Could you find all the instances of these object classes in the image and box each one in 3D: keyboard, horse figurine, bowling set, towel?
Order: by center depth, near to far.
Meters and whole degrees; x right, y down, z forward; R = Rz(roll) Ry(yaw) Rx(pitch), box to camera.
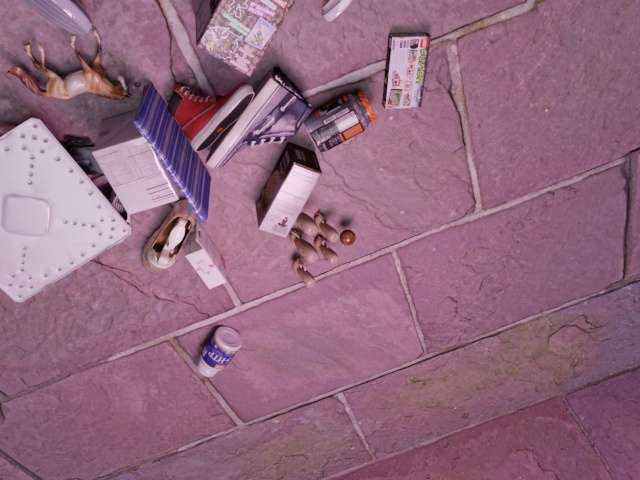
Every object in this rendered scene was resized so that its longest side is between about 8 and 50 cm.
[{"bbox_3d":[-0.631,-0.420,1.360,0.263,0.066,0.175,-15,122,-5],"label":"horse figurine"},{"bbox_3d":[-0.391,-0.230,1.447,0.040,0.243,0.336,-22,128,8],"label":"towel"},{"bbox_3d":[-0.667,-0.236,1.500,0.180,0.023,0.108,-6,106,-17],"label":"keyboard"},{"bbox_3d":[0.000,0.000,1.799,0.199,0.154,0.287,-15,130,-26],"label":"bowling set"}]

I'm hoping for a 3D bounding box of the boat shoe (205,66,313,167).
[{"bbox_3d":[-0.169,-0.303,1.513,0.158,0.127,0.340,35,112,-24],"label":"boat shoe"}]

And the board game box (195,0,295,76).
[{"bbox_3d":[-0.161,-0.573,1.246,0.141,0.232,0.291,23,119,-28],"label":"board game box"}]

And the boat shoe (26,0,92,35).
[{"bbox_3d":[-0.638,-0.593,1.205,0.109,0.094,0.302,4,154,44],"label":"boat shoe"}]

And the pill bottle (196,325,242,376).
[{"bbox_3d":[-0.386,0.422,2.026,0.112,0.112,0.187,23,119,-27],"label":"pill bottle"}]

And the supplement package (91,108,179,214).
[{"bbox_3d":[-0.489,-0.219,1.461,0.149,0.194,0.203,-17,128,1],"label":"supplement package"}]

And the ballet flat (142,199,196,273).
[{"bbox_3d":[-0.481,0.010,1.694,0.107,0.106,0.316,19,120,-25],"label":"ballet flat"}]

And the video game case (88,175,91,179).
[{"bbox_3d":[-0.772,-0.137,1.506,0.226,0.026,0.206,10,95,-20],"label":"video game case"}]

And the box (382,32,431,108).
[{"bbox_3d":[0.242,-0.480,1.535,0.114,0.036,0.207,-5,127,-9],"label":"box"}]

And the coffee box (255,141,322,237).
[{"bbox_3d":[-0.101,-0.153,1.638,0.098,0.141,0.247,18,119,-24],"label":"coffee box"}]

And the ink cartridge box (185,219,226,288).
[{"bbox_3d":[-0.378,0.045,1.738,0.067,0.115,0.198,-22,127,4],"label":"ink cartridge box"}]

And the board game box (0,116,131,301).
[{"bbox_3d":[-0.790,-0.075,1.457,0.390,0.050,0.390,-32,118,1],"label":"board game box"}]

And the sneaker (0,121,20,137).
[{"bbox_3d":[-0.806,-0.277,1.423,0.134,0.070,0.051,7,121,-18],"label":"sneaker"}]

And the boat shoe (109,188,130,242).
[{"bbox_3d":[-0.614,-0.071,1.619,0.083,0.076,0.226,7,125,-17],"label":"boat shoe"}]

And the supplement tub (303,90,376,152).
[{"bbox_3d":[0.056,-0.342,1.545,0.190,0.117,0.117,-27,128,7],"label":"supplement tub"}]

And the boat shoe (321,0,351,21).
[{"bbox_3d":[0.074,-0.670,1.317,0.088,0.096,0.267,30,114,-26],"label":"boat shoe"}]

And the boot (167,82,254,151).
[{"bbox_3d":[-0.298,-0.373,1.413,0.244,0.088,0.176,-34,88,29],"label":"boot"}]
